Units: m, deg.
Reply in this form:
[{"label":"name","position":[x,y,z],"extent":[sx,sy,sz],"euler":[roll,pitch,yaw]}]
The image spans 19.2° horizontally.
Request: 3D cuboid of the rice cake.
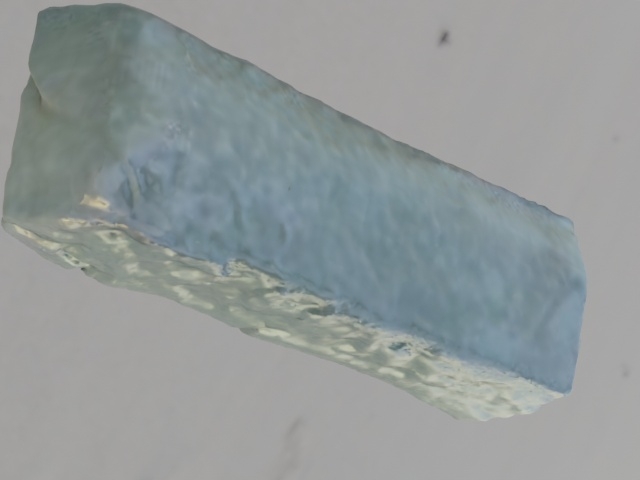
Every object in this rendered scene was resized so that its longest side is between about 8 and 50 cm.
[{"label":"rice cake","position":[-0.001,0.000,0.558],"extent":[0.063,0.206,0.069],"euler":[-18,-125,46]}]
